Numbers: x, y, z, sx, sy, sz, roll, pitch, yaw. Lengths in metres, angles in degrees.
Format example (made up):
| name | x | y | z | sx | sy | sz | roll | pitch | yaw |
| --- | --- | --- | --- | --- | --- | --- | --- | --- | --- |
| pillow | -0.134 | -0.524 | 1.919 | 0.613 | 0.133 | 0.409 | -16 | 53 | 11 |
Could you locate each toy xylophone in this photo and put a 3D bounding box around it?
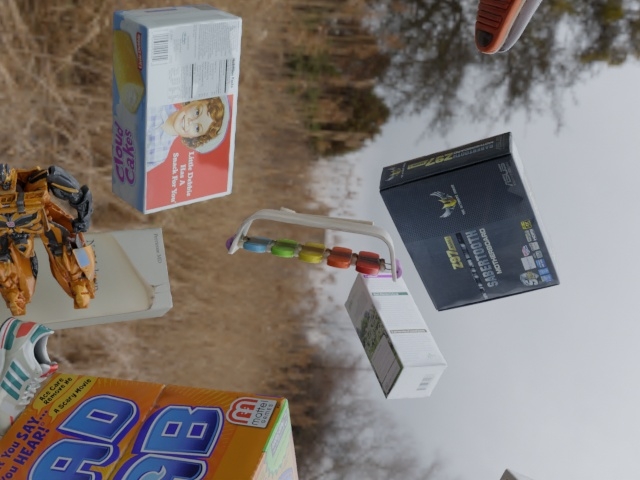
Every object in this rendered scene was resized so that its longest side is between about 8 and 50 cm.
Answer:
| name | x | y | z | sx | sy | sz | roll | pitch | yaw |
| --- | --- | --- | --- | --- | --- | --- | --- | --- | --- |
| toy xylophone | 0.000 | 0.000 | 1.653 | 0.236 | 0.322 | 0.081 | -26 | 126 | -77 |

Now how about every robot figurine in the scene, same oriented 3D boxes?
| name | x | y | z | sx | sy | sz | roll | pitch | yaw |
| --- | --- | --- | --- | --- | --- | --- | --- | --- | --- |
| robot figurine | -0.431 | -0.001 | 1.351 | 0.291 | 0.211 | 0.085 | 88 | -6 | -53 |

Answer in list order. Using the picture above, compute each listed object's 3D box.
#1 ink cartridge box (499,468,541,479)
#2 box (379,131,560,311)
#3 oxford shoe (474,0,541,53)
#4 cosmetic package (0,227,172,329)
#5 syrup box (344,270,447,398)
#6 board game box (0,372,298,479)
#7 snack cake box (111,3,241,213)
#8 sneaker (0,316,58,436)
| name | x | y | z | sx | sy | sz | roll | pitch | yaw |
| --- | --- | --- | --- | --- | --- | --- | --- | --- | --- |
| ink cartridge box | 0.226 | 0.311 | 0.937 | 0.092 | 0.090 | 0.143 | -62 | -160 | 5 |
| box | 0.206 | -0.019 | 1.240 | 0.059 | 0.183 | 0.233 | -74 | 144 | -51 |
| oxford shoe | 0.258 | -0.311 | 0.963 | 0.271 | 0.098 | 0.097 | -61 | -156 | 15 |
| cosmetic package | -0.441 | 0.074 | 1.661 | 0.113 | 0.309 | 0.160 | 146 | -66 | -65 |
| syrup box | 0.134 | 0.171 | 1.682 | 0.237 | 0.096 | 0.093 | -113 | -146 | -42 |
| board game box | -0.241 | 0.436 | 1.190 | 0.356 | 0.356 | 0.356 | -63 | 152 | -56 |
| snack cake box | -0.200 | -0.183 | 1.259 | 0.089 | 0.152 | 0.264 | 31 | -55 | 39 |
| sneaker | -0.395 | 0.186 | 1.216 | 0.057 | 0.075 | 0.161 | 6 | 90 | -84 |
